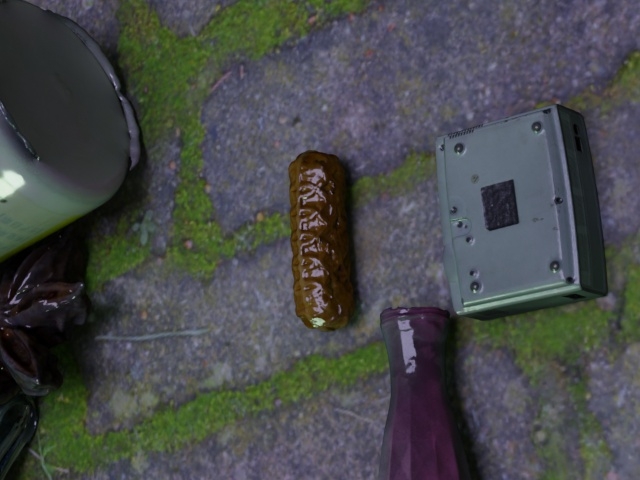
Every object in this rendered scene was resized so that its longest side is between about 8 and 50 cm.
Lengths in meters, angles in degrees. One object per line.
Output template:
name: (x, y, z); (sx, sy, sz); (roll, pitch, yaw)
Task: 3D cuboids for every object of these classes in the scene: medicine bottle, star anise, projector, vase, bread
medicine bottle: (-0.379, -0.056, 1.503); (0.379, 0.213, 0.213); (-27, 68, 25)
star anise: (-0.306, 0.096, 1.488); (0.262, 0.081, 0.230); (-44, 41, -7)
projector: (0.151, -0.021, 1.236); (0.115, 0.061, 0.147); (-15, 73, 34)
vase: (0.080, 0.159, 1.247); (0.086, 0.086, 0.214); (-13, 70, 32)
bread: (0.000, 0.000, 1.345); (0.052, 0.044, 0.157); (-10, 77, 30)

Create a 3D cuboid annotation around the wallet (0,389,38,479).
wallet: (-0.410, 0.197, 1.553); (0.250, 0.075, 0.176); (10, 58, 35)
